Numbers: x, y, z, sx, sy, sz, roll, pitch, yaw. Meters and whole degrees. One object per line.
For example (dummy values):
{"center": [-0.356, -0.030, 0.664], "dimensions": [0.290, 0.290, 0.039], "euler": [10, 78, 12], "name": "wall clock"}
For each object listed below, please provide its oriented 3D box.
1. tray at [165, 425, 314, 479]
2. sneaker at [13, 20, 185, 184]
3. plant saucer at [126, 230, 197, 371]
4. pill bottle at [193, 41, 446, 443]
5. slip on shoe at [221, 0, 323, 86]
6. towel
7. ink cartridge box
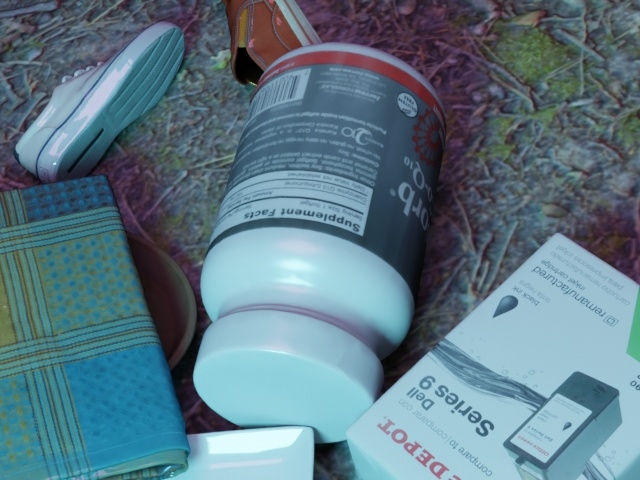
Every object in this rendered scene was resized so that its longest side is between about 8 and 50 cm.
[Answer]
{"center": [-0.137, 0.248, 1.183], "dimensions": [0.270, 0.030, 0.145], "euler": [-6, 50, 8], "name": "tray"}
{"center": [-0.267, -0.176, 1.544], "dimensions": [0.091, 0.094, 0.258], "euler": [28, 64, 25], "name": "sneaker"}
{"center": [-0.266, 0.084, 1.333], "dimensions": [0.277, 0.041, 0.278], "euler": [4, 41, -3], "name": "plant saucer"}
{"center": [0.000, 0.000, 1.274], "dimensions": [0.210, 0.210, 0.363], "euler": [3, 54, 15], "name": "pill bottle"}
{"center": [-0.070, -0.237, 1.538], "dimensions": [0.101, 0.123, 0.331], "euler": [-29, 57, -5], "name": "slip on shoe"}
{"center": [-0.295, 0.095, 1.249], "dimensions": [0.271, 0.040, 0.370], "euler": [-10, 51, -16], "name": "towel"}
{"center": [0.198, 0.165, 1.156], "dimensions": [0.289, 0.121, 0.211], "euler": [-41, 55, -18], "name": "ink cartridge box"}
